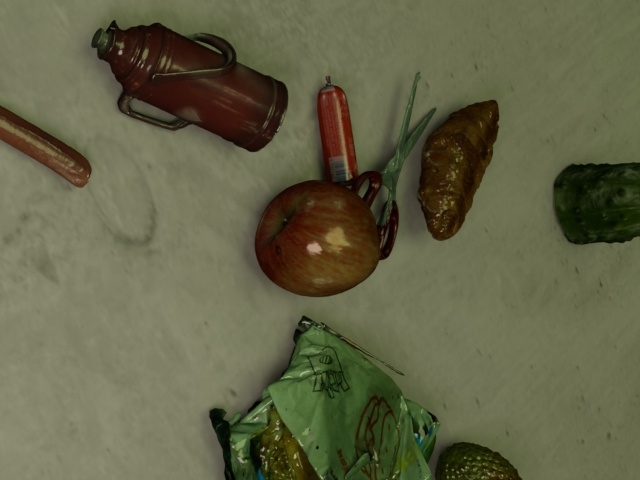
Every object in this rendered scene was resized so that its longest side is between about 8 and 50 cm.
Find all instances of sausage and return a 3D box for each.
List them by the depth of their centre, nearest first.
[{"bbox_3d":[-0.308,-0.105,1.177,0.147,0.035,0.030,34,36,-32],"label":"sausage"},{"bbox_3d":[0.020,-0.141,1.420,0.048,0.050,0.145,-9,88,-6],"label":"sausage"}]

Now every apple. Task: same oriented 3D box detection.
[{"bbox_3d":[0.000,0.000,1.329,0.131,0.146,0.146,25,73,-30],"label":"apple"}]

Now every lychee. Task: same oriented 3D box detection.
[{"bbox_3d":[0.218,0.342,1.503,0.146,0.114,0.114,50,59,-2],"label":"lychee"}]

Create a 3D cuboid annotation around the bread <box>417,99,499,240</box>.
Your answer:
[{"bbox_3d":[0.180,-0.103,1.516,0.105,0.076,0.233,49,55,-46],"label":"bread"}]

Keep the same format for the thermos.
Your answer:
[{"bbox_3d":[-0.158,-0.182,1.260,0.232,0.099,0.124,20,114,-33],"label":"thermos"}]

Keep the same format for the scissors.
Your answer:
[{"bbox_3d":[0.103,-0.106,1.471,0.247,0.017,0.144,-66,148,-25],"label":"scissors"}]

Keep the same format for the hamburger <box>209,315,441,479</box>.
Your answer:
[{"bbox_3d":[0.020,0.250,1.333,0.276,0.150,0.260,-46,112,-29],"label":"hamburger"}]

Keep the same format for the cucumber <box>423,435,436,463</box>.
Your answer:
[{"bbox_3d":[0.088,0.348,1.437,0.056,0.056,0.250,42,62,-28],"label":"cucumber"}]

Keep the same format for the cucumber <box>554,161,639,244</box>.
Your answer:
[{"bbox_3d":[0.471,-0.063,1.636,0.134,0.244,0.134,1,89,-30],"label":"cucumber"}]
